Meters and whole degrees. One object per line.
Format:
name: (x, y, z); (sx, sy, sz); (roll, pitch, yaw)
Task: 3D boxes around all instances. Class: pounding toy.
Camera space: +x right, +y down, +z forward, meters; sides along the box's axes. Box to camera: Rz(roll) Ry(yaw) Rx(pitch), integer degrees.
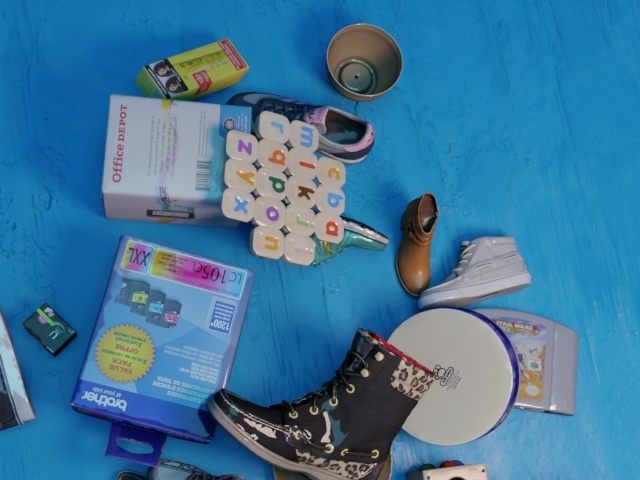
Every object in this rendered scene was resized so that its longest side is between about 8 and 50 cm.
pounding toy: (0.287, 0.461, 1.878); (0.206, 0.181, 0.094); (-5, 76, -11)

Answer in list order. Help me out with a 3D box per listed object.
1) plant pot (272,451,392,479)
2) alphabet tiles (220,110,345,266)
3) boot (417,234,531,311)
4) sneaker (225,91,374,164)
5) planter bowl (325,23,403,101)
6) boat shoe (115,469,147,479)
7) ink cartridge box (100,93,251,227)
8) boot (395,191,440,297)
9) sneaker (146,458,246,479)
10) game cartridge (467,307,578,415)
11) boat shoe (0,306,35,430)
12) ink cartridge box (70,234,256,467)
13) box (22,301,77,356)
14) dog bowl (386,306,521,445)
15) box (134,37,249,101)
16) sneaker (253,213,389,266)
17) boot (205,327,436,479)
plant pot: (0.021, 0.426, 1.919); (0.236, 0.032, 0.236); (3, 75, -9)
alphabet tiles: (-0.069, -0.098, 1.881); (0.278, 0.021, 0.284); (12, 72, -34)
boot: (0.302, 0.064, 2.039); (0.258, 0.095, 0.123); (-12, 72, -21)
sneaker: (-0.039, -0.251, 2.029); (0.318, 0.131, 0.112); (12, 74, -6)
planter bowl: (0.084, -0.360, 2.090); (0.162, 0.109, 0.162); (2, 75, -9)
boat shoe: (-0.319, 0.473, 1.842); (0.142, 0.040, 0.049); (33, 73, -1)
ink cartridge box: (-0.281, -0.149, 1.926); (0.270, 0.197, 0.198); (4, 76, -9)
boot: (0.200, 0.007, 1.993); (0.072, 0.152, 0.197); (-3, 76, -11)
sneaker: (-0.188, 0.456, 1.816); (0.261, 0.125, 0.104); (26, 41, -8)
game cartridge: (0.382, 0.241, 2.020); (0.297, 0.062, 0.198); (9, 79, -8)
boat shoe: (-0.621, 0.205, 1.830); (0.102, 0.108, 0.301); (-18, 87, -15)
ink cartridge box: (-0.300, 0.219, 1.858); (0.270, 0.151, 0.396); (15, 75, -6)
box: (-0.514, 0.170, 1.880); (0.083, 0.052, 0.062); (44, 73, 2)
dog bowl: (0.247, 0.259, 1.904); (0.264, 0.104, 0.265); (-2, 85, 18)
box: (-0.258, -0.335, 2.005); (0.232, 0.058, 0.087); (-28, 81, -41)
sneaker: (0.000, 0.000, 2.005); (0.275, 0.107, 0.110); (5, 95, -5)
boot: (0.010, 0.283, 1.784); (0.377, 0.138, 0.284); (32, 94, -22)
